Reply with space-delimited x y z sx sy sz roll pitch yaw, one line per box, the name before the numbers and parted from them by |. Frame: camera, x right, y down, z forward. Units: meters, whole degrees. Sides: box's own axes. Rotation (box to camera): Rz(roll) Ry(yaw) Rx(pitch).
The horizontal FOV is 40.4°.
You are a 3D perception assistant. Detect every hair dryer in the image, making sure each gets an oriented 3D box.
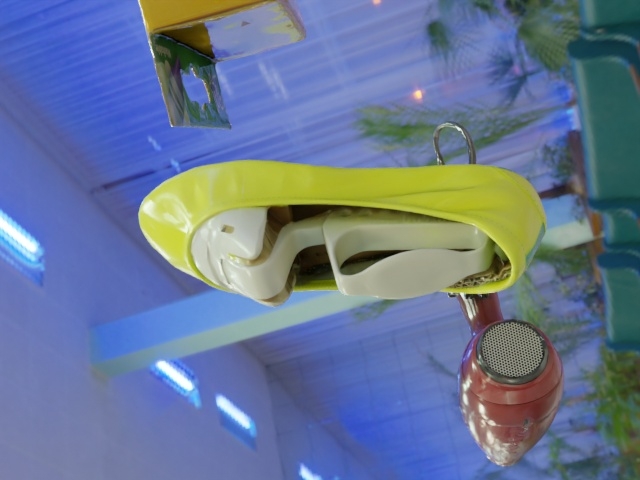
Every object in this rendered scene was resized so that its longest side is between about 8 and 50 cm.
hair dryer | 0.144 0.058 0.702 0.223 0.080 0.294 -68 -29 -72

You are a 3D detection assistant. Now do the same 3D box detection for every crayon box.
crayon box | -0.081 -0.239 0.569 0.203 0.083 0.323 -64 -40 -82

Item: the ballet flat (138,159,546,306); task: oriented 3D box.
ballet flat | 0.000 0.000 0.458 0.077 0.231 0.077 -73 -24 -49
